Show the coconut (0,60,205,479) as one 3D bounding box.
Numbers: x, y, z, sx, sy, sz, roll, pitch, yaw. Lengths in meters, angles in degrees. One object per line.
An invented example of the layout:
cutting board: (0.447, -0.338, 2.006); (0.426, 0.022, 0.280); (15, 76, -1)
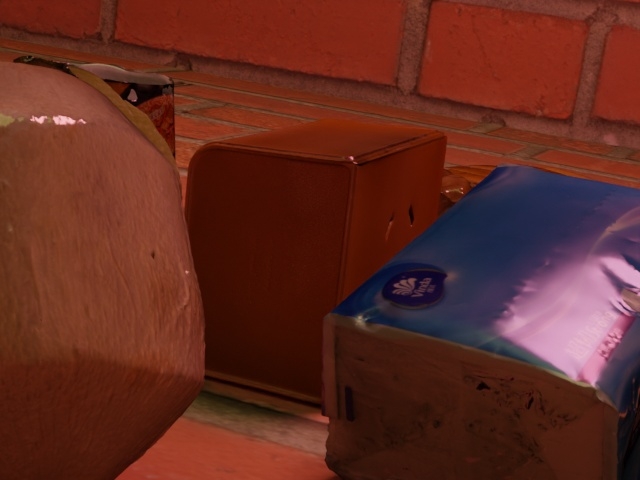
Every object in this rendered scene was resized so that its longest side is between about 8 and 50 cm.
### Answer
coconut: (-0.187, 0.043, 0.682); (0.245, 0.247, 0.245); (-5, -15, -1)

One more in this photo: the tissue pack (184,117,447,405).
tissue pack: (0.000, 0.000, 1.053); (0.145, 0.194, 0.274); (12, 12, 17)

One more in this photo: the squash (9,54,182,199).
squash: (-0.234, -0.068, 1.158); (0.220, 0.220, 0.133); (17, 19, 34)

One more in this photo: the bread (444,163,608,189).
bread: (0.257, -0.031, 1.548); (0.239, 0.111, 0.246); (0, 14, -36)

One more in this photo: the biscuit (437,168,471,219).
biscuit: (0.044, -0.037, 1.447); (0.274, 0.091, 0.213); (-1, 16, 8)

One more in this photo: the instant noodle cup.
instant noodle cup: (-0.257, -0.098, 1.360); (0.230, 0.182, 0.230); (7, 12, -1)

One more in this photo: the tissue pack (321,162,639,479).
tissue pack: (0.148, 0.066, 0.826); (0.198, 0.146, 0.263); (14, 32, 28)
